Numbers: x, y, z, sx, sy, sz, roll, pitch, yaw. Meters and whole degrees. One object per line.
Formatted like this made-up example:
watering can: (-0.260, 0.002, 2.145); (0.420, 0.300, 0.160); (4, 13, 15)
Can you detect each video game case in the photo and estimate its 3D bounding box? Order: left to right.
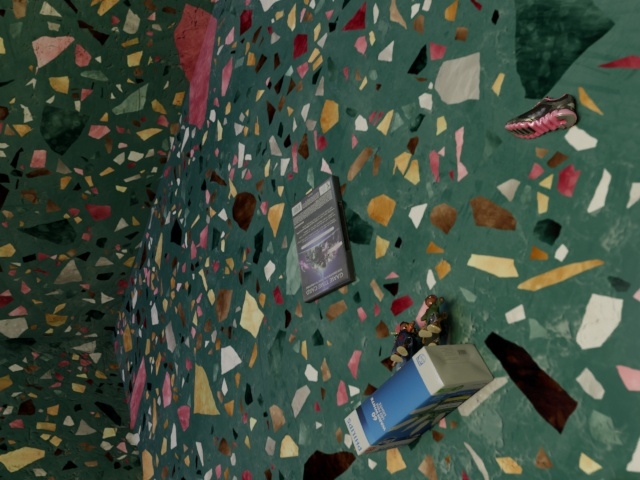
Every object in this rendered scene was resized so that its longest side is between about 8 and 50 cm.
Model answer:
video game case: (0.000, 0.000, 1.337); (0.196, 0.026, 0.274); (-32, 60, 48)

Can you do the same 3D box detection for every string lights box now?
string lights box: (0.171, 0.290, 0.958); (0.260, 0.133, 0.077); (-55, 45, 35)

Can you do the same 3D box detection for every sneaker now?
sneaker: (0.359, -0.205, 0.859); (0.119, 0.047, 0.057); (-6, 65, 50)

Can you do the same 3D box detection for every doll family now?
doll family: (0.181, 0.179, 0.991); (0.193, 0.076, 0.111); (-44, 15, 32)
